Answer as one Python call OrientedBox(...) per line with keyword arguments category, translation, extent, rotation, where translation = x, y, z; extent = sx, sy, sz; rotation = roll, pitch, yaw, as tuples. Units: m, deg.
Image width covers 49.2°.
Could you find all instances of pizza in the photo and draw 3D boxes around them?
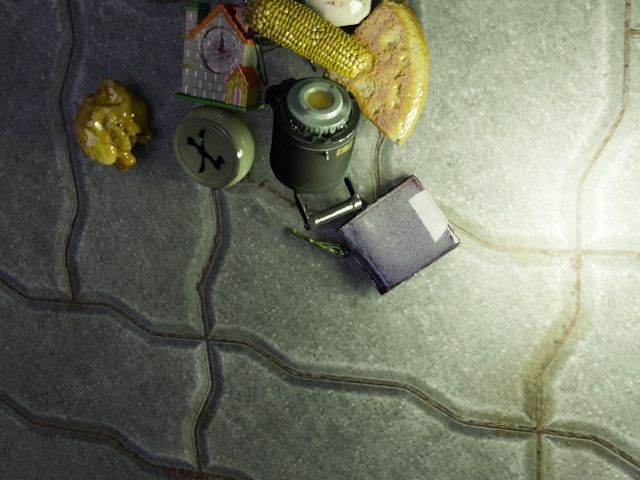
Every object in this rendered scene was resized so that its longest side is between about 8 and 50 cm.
OrientedBox(category="pizza", translation=(0.178, -0.405, 1.669), extent=(0.268, 0.087, 0.258), rotation=(46, 113, 3))

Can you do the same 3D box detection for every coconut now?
OrientedBox(category="coconut", translation=(0.027, -0.578, 1.630), extent=(0.182, 0.171, 0.171), rotation=(0, 106, 17))

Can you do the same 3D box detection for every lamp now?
OrientedBox(category="lamp", translation=(-0.012, -0.245, 1.675), extent=(0.374, 0.205, 0.272), rotation=(65, 162, 5))

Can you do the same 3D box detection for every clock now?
OrientedBox(category="clock", translation=(-0.256, -0.481, 1.812), extent=(0.219, 0.106, 0.255), rotation=(14, 110, 18))

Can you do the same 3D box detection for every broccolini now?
OrientedBox(category="broccolini", translation=(-0.002, 0.002, 1.887), extent=(0.194, 0.052, 0.054), rotation=(22, 109, 16))

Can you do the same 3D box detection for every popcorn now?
OrientedBox(category="popcorn", translation=(-0.585, -0.316, 1.955), extent=(0.191, 0.190, 0.254), rotation=(-8, 107, 31))

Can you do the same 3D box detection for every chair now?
OrientedBox(category="chair", translation=(-0.106, -0.511, 1.710), extent=(0.140, 0.145, 0.221), rotation=(-15, 94, 2))

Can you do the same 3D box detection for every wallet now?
OrientedBox(category="wallet", translation=(0.199, -0.012, 1.798), extent=(0.262, 0.071, 0.221), rotation=(-36, 86, 23))

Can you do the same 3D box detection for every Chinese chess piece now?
OrientedBox(category="Chinese chess piece", translation=(-0.286, -0.248, 1.879), extent=(0.237, 0.092, 0.238), rotation=(13, 125, 19))

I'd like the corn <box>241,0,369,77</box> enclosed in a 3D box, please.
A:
OrientedBox(category="corn", translation=(-0.031, -0.471, 1.589), extent=(0.305, 0.106, 0.106), rotation=(27, 115, -6))
